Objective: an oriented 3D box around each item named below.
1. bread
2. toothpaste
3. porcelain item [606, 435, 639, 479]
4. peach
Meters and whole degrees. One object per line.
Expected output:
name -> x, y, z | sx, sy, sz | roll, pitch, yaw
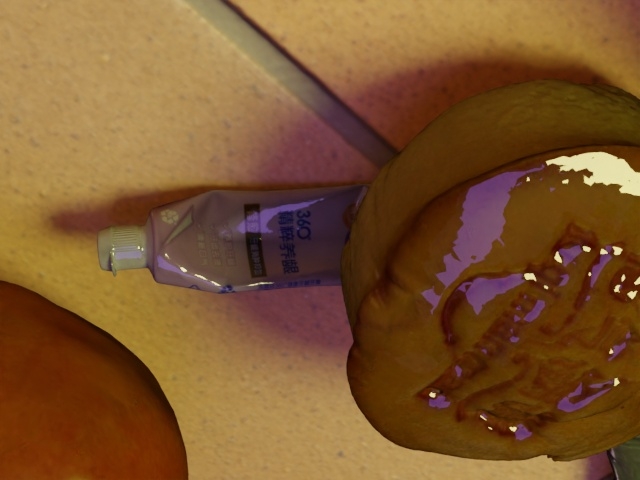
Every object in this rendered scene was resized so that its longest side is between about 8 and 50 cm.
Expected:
bread -> 0.139, 0.027, 0.916 | 0.269, 0.148, 0.270 | -7, 131, -8
toothpaste -> 0.000, 0.000, 0.989 | 0.301, 0.048, 0.075 | -3, 106, -4
porcelain item -> 0.256, 0.194, 1.101 | 0.081, 0.069, 0.216 | 0, 128, 17
peach -> -0.258, 0.181, 0.971 | 0.342, 0.301, 0.343 | 0, 92, -8
